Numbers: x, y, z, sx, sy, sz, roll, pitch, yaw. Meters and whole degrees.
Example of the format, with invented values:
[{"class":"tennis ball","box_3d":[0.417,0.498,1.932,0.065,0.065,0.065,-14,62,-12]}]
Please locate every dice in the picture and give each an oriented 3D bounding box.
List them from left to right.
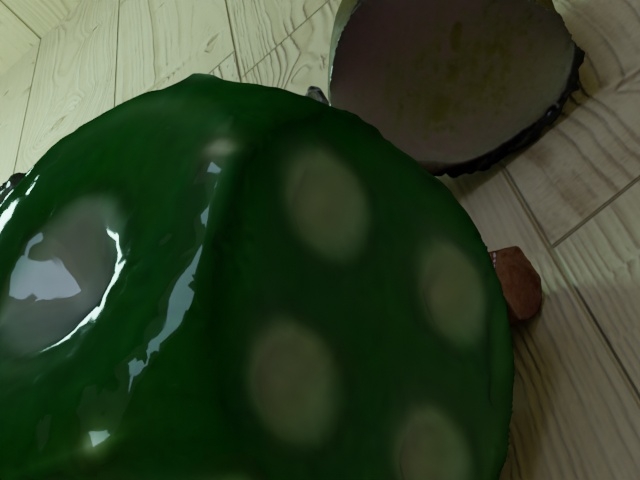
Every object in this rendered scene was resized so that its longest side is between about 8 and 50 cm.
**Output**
[{"class":"dice","box_3d":[-0.063,0.089,0.920,0.287,0.300,0.297,-21,45,40]}]

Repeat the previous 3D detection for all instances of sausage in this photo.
[{"class":"sausage","box_3d":[0.087,0.054,1.069,0.169,0.065,0.065,-23,33,41]}]

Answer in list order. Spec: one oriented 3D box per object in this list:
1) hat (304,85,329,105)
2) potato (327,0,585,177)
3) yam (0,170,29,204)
[{"class":"hat","box_3d":[0.000,0.000,1.279,0.226,0.164,0.219,47,110,27]},{"class":"potato","box_3d":[0.108,-0.198,1.274,0.229,0.229,0.266,-39,23,15]},{"class":"yam","box_3d":[-0.390,0.069,1.664,0.300,0.195,0.195,-48,24,-2]}]
